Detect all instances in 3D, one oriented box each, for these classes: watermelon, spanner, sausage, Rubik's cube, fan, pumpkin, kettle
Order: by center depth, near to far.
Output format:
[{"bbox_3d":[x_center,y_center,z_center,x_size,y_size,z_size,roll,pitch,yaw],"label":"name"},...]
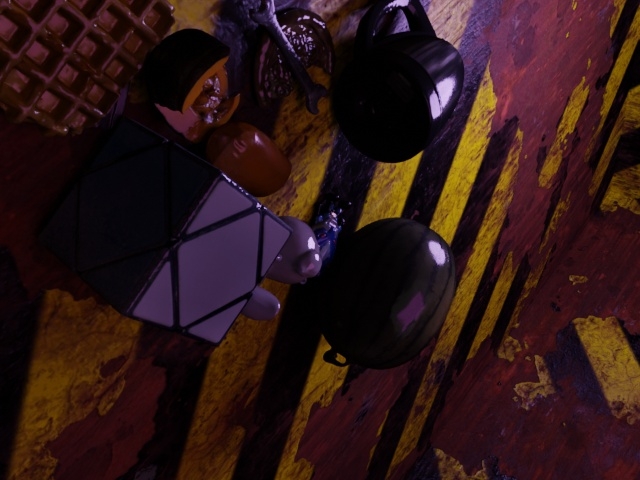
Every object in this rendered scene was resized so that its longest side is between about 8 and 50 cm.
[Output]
[{"bbox_3d":[-0.176,-0.213,0.784,0.119,0.108,0.183,-52,176,-15],"label":"pumpkin"},{"bbox_3d":[-0.200,-0.009,0.795,0.205,0.205,0.207,-57,148,-3],"label":"Rubik's cube"},{"bbox_3d":[-0.110,-0.121,0.913,0.098,0.098,0.238,-63,168,1],"label":"sausage"},{"bbox_3d":[-0.047,-0.296,0.949,0.054,0.015,0.254,-54,145,-11],"label":"spanner"},{"bbox_3d":[-0.337,0.462,1.117,0.056,0.004,0.083,-4,115,-52],"label":"fan"},{"bbox_3d":[0.165,-0.310,1.132,0.271,0.251,0.207,-41,171,-39],"label":"kettle"},{"bbox_3d":[0.134,0.122,1.268,0.359,0.279,0.279,-59,146,-11],"label":"watermelon"}]

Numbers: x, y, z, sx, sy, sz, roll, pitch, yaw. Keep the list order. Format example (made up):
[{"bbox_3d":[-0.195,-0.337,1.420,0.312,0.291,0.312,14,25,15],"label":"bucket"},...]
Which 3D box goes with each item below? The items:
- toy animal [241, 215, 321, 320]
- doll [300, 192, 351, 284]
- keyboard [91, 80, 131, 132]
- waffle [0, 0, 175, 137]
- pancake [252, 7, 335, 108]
[{"bbox_3d":[-0.094,0.035,1.000,0.193,0.178,0.127,-17,123,-49],"label":"toy animal"},{"bbox_3d":[0.000,0.000,1.199,0.096,0.070,0.195,31,79,-33],"label":"doll"},{"bbox_3d":[-0.262,-0.235,0.745,0.060,0.018,0.195,5,108,-47],"label":"keyboard"},{"bbox_3d":[-0.301,-0.240,0.644,0.229,0.057,0.219,-55,140,-5],"label":"waffle"},{"bbox_3d":[-0.044,-0.293,0.987,0.190,0.020,0.184,-60,146,-5],"label":"pancake"}]
